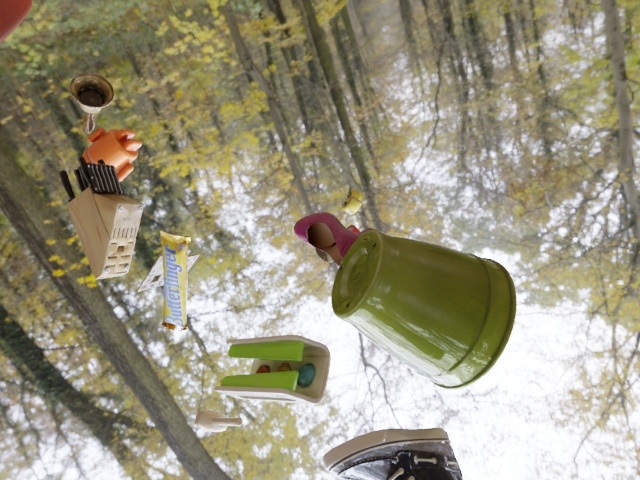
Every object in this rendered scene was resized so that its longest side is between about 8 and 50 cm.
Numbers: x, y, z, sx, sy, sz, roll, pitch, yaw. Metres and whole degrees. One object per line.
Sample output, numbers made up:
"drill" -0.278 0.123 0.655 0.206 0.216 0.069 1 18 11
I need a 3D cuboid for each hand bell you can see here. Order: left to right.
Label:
"hand bell" -0.753 -0.422 1.619 0.126 0.126 0.242 -39 -179 -33

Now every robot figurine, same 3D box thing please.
"robot figurine" -0.725 -0.298 1.706 0.219 0.158 0.128 -35 -140 11

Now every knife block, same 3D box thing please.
"knife block" -0.581 -0.067 1.267 0.242 0.275 0.088 21 -169 23

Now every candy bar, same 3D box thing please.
"candy bar" -0.200 0.059 0.681 0.040 0.161 0.018 8 -152 -2

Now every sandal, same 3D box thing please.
"sandal" 0.000 0.000 1.845 0.072 0.180 0.049 -47 164 31

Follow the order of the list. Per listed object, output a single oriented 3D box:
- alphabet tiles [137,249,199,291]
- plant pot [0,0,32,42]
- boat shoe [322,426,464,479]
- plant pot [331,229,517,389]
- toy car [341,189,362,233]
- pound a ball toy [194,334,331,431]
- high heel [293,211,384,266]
"alphabet tiles" -0.586 0.111 1.946 0.198 0.009 0.237 -51 164 24
"plant pot" -0.697 -0.397 0.825 0.267 0.267 0.235 -25 -127 6
"boat shoe" 0.169 0.480 1.005 0.341 0.127 0.158 9 -138 -34
"plant pot" 0.231 0.147 1.263 0.366 0.353 0.366 -53 -158 33
"toy car" 0.075 -0.073 1.940 0.225 0.239 0.053 -8 -168 -25
"pound a ball toy" -0.129 0.336 1.118 0.319 0.136 0.208 -17 -126 45
"high heel" 0.008 0.001 1.515 0.377 0.127 0.181 6 -153 45
